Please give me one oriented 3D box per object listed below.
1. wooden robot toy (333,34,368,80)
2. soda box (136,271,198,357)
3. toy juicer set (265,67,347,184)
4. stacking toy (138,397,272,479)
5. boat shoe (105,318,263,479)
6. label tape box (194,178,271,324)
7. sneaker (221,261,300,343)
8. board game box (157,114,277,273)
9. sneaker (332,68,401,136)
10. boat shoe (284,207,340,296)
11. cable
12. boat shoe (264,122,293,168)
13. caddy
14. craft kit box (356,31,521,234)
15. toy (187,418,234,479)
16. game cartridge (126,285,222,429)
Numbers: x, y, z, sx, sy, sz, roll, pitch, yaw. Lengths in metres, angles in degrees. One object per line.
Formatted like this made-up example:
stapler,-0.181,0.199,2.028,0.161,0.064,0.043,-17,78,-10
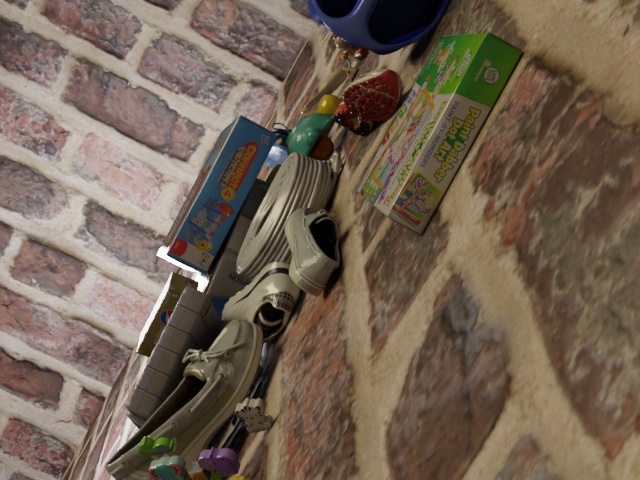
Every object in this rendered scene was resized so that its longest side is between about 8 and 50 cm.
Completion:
wooden robot toy,0.069,-0.434,2.466,0.173,0.079,0.076,-65,11,-12
soda box,-0.300,0.152,2.229,0.061,0.058,0.181,-88,23,-54
toy juicer set,0.005,-0.218,2.241,0.209,0.089,0.329,-53,-4,-31
stacking toy,-0.175,0.307,1.547,0.221,0.052,0.167,-17,30,20
boat shoe,-0.198,0.244,1.729,0.320,0.103,0.118,-55,22,-19
label tape box,-0.181,0.079,2.287,0.249,0.115,0.347,-43,25,62
sneaker,-0.106,0.133,1.872,0.235,0.090,0.094,125,157,-44
board game box,-0.216,-0.086,2.311,0.308,0.086,0.302,-63,10,-5
sneaker,0.082,-0.252,1.916,0.092,0.088,0.225,-63,11,-14
boat shoe,-0.001,0.000,1.740,0.081,0.079,0.227,-48,20,20
cable,-0.066,-0.035,2.067,0.257,0.089,0.257,-53,14,40
boat shoe,-0.092,-0.225,2.640,0.089,0.109,0.258,-60,12,-7
caddy,0.117,-0.475,1.912,0.341,0.241,0.179,-64,4,-5
craft kit box,0.142,-0.143,1.451,0.250,0.061,0.246,-62,13,4
toy,-0.177,0.320,1.802,0.137,0.056,0.237,-58,16,2
game cartridge,-0.237,0.237,1.952,0.230,0.068,0.355,-60,-12,-18
